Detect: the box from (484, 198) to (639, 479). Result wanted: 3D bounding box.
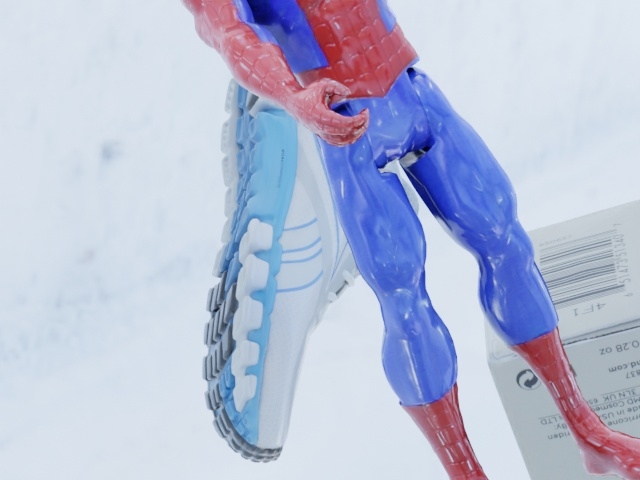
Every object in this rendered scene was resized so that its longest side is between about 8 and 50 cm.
[{"bbox_3d":[0.158,0.125,0.837,0.113,0.094,0.275,-80,152,-62],"label":"box"}]

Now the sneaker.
[{"bbox_3d":[0.000,0.000,0.748,0.071,0.083,0.191,133,-34,-62],"label":"sneaker"}]

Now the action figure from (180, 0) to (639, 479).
[{"bbox_3d":[0.037,-0.031,0.576,0.091,0.139,0.280,-30,98,-17],"label":"action figure"}]
